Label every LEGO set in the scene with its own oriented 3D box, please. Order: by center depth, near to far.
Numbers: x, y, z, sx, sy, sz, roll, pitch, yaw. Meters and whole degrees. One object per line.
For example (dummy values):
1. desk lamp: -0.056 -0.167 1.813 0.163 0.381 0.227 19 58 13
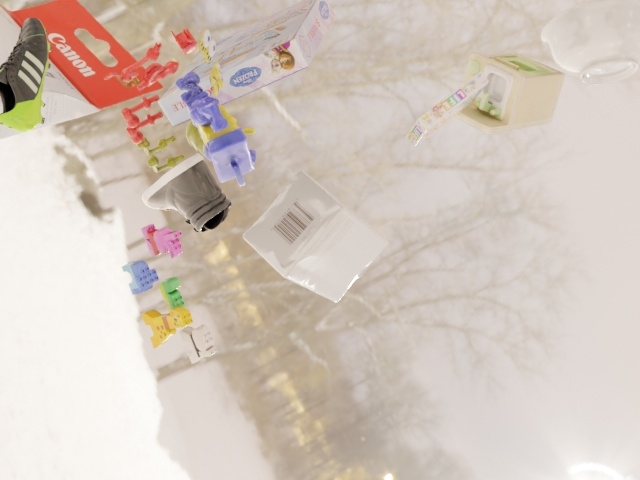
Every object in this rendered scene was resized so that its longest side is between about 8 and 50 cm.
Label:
1. LEGO set: -0.220 0.090 1.424 0.093 0.087 0.227 -10 -76 43

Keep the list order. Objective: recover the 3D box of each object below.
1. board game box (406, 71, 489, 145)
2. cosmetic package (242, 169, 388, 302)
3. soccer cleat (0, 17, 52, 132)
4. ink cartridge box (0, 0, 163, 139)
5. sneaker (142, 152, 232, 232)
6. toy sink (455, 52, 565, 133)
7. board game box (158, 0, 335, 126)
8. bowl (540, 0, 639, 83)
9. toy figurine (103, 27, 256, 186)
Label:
1. board game box: 0.235 -0.243 1.762 0.026 0.154 0.103 51 -13 5
2. cosmetic package: 0.000 0.000 2.281 0.156 0.217 0.385 43 2 21
3. soccer cleat: -0.428 -0.242 1.353 0.072 0.060 0.179 13 69 -41
4. ink cartridge box: -0.496 -0.322 1.580 0.308 0.385 0.091 45 -42 23
5. sneaker: -0.282 -0.073 1.999 0.147 0.104 0.295 58 -28 -3
6. toy sink: 0.409 -0.339 2.126 0.152 0.234 0.131 36 -54 39
7. board game box: -0.144 -0.379 1.954 0.066 0.318 0.318 60 24 -23
8. bowl: 0.703 -0.474 2.341 0.298 0.297 0.134 85 0 -77
9. toy figurine: -0.194 -0.154 1.585 0.217 0.191 0.363 56 -12 22
